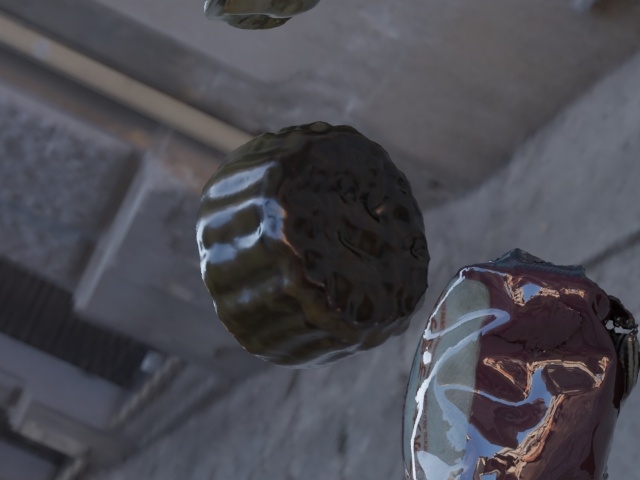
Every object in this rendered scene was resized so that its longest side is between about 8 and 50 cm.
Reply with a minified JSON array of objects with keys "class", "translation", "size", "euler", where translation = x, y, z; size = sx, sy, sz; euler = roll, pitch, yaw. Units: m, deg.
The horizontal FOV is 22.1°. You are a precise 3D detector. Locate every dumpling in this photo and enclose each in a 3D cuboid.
[{"class":"dumpling","translation":[-0.055,-0.373,2.258],"size":[0.250,0.132,0.162],"euler":[-32,-28,-8]}]

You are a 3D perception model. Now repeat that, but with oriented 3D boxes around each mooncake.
[{"class":"mooncake","translation":[0.000,0.000,1.926],"size":[0.161,0.290,0.290],"euler":[-19,40,44]}]

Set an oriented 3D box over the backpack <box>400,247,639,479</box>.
[{"class":"backpack","translation":[0.171,0.160,1.477],"size":[0.317,0.197,0.283],"euler":[84,-161,-85]}]
